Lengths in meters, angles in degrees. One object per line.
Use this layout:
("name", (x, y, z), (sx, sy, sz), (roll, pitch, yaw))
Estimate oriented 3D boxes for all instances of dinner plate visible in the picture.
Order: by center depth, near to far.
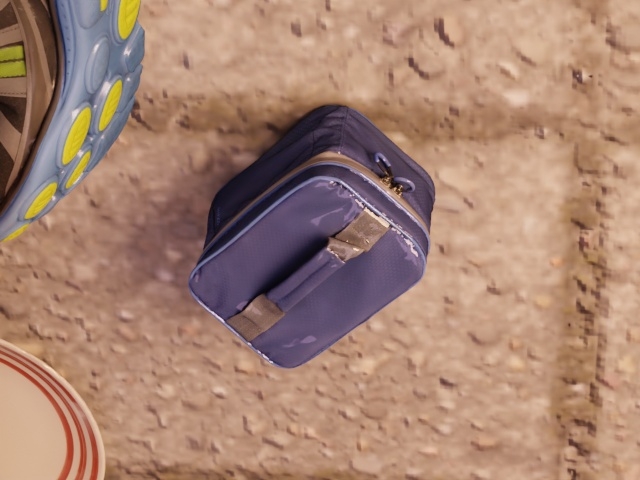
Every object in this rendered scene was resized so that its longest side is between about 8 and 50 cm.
("dinner plate", (-0.166, 0.088, 0.868), (0.141, 0.017, 0.141), (4, 127, 6))

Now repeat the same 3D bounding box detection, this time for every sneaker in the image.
("sneaker", (-0.111, -0.081, 0.715), (0.078, 0.067, 0.188), (25, 131, 16))

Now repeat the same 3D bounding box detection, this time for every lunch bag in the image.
("lunch bag", (0.000, 0.000, 0.748), (0.067, 0.065, 0.098), (39, 123, -19))
